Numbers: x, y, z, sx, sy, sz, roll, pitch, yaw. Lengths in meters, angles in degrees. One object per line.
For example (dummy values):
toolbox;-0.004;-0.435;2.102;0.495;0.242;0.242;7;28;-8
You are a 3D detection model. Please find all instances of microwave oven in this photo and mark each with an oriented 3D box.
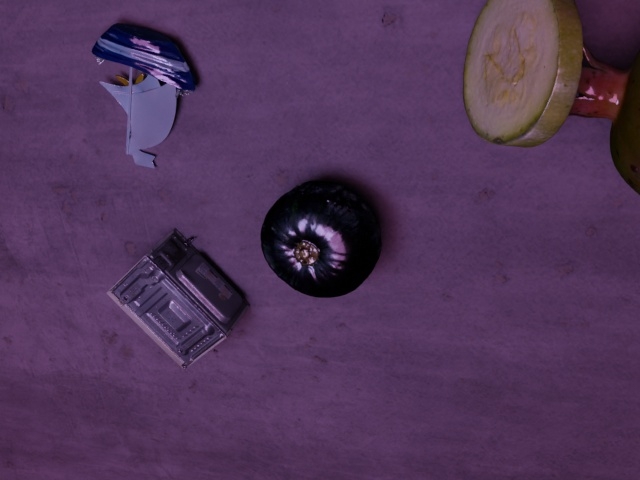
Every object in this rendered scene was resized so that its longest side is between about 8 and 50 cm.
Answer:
microwave oven;-0.303;0.126;1.463;0.240;0.145;0.194;47;124;-8

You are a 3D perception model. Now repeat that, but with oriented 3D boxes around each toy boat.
toy boat;-0.352;-0.264;1.325;0.220;0.067;0.291;20;124;7

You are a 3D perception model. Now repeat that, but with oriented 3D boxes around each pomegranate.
pomegranate;0.517;-0.190;0.972;0.323;0.290;0.291;21;125;37

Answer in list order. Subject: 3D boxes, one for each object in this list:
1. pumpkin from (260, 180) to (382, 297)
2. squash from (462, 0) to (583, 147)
pumpkin;0.000;0.000;1.283;0.233;0.163;0.233;7;116;15
squash;0.294;-0.264;1.004;0.048;0.252;0.252;0;121;-17
